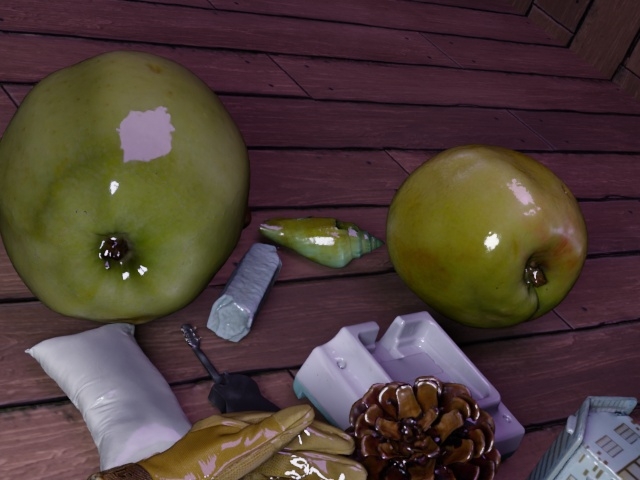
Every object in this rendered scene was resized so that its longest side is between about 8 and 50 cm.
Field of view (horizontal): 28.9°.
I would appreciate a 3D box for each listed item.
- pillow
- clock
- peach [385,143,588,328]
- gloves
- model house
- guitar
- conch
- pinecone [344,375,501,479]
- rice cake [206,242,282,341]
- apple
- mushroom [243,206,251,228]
[{"bbox_3d":[-0.239,0.195,1.474,0.144,0.078,0.254,-5,40,-36],"label":"pillow"},{"bbox_3d":[0.132,0.214,1.702,0.262,0.116,0.231,-8,42,-44],"label":"clock"},{"bbox_3d":[0.258,-0.004,1.998,0.281,0.314,0.315,-22,50,-35],"label":"peach"},{"bbox_3d":[-0.106,0.267,1.353,0.331,0.154,0.141,-13,4,-32],"label":"gloves"},{"bbox_3d":[0.358,0.344,1.552,0.198,0.224,0.215,-15,51,-48],"label":"model house"},{"bbox_3d":[-0.126,0.185,1.636,0.088,0.025,0.233,-2,38,-39],"label":"guitar"},{"bbox_3d":[0.003,-0.003,2.024,0.201,0.079,0.095,18,9,4],"label":"conch"},{"bbox_3d":[0.115,0.247,1.471,0.208,0.208,0.208,19,28,-11],"label":"pinecone"},{"bbox_3d":[-0.108,0.075,1.800,0.063,0.069,0.206,27,30,0],"label":"rice cake"},{"bbox_3d":[-0.255,-0.064,1.627,0.357,0.357,0.357,19,28,-11],"label":"apple"},{"bbox_3d":[-0.169,-0.043,1.932,0.126,0.085,0.109,3,33,-45],"label":"mushroom"}]
